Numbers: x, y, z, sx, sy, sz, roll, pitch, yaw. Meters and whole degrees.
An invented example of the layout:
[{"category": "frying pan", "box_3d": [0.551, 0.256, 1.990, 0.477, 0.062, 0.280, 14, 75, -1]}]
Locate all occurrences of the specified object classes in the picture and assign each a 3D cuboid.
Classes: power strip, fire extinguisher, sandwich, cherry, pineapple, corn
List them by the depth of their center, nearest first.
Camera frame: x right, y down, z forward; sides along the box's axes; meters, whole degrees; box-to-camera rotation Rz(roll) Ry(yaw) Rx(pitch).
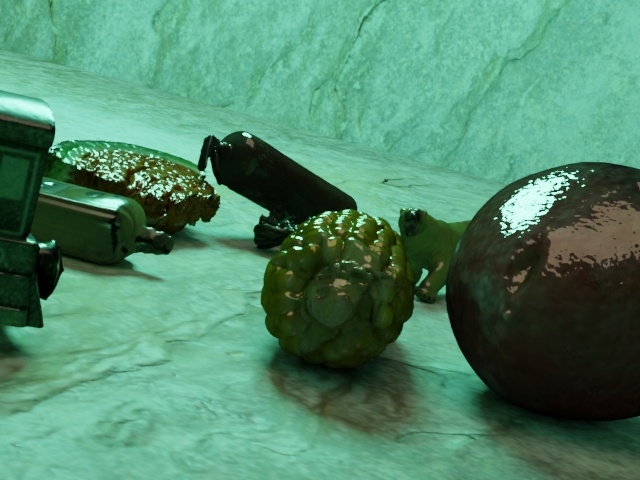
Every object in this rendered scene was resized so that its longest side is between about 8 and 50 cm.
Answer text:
[{"category": "cherry", "box_3d": [0.235, 0.047, 1.281, 0.261, 0.221, 0.307, 10, 18, 33]}, {"category": "corn", "box_3d": [0.020, 0.036, 1.303, 0.130, 0.130, 0.347, 15, 6, 2]}, {"category": "power strip", "box_3d": [-0.330, -0.046, 1.437, 0.387, 0.066, 0.092, 15, 11, 4]}, {"category": "sandwich", "box_3d": [-0.205, -0.049, 1.655, 0.159, 0.079, 0.235, 28, 16, 17]}, {"category": "pineapple", "box_3d": [0.000, 0.000, 1.687, 0.159, 0.074, 0.074, 10, 7, 18]}, {"category": "fire extinguisher", "box_3d": [-0.058, -0.066, 1.779, 0.072, 0.089, 0.268, -26, -35, 29]}]

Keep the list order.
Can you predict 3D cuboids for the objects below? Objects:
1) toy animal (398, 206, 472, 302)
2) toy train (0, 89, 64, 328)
[{"category": "toy animal", "box_3d": [0.145, 0.013, 1.711, 0.103, 0.101, 0.219, 24, 13, 41]}, {"category": "toy train", "box_3d": [-0.333, -0.040, 1.018, 0.330, 0.178, 0.138, 12, 9, -23]}]
